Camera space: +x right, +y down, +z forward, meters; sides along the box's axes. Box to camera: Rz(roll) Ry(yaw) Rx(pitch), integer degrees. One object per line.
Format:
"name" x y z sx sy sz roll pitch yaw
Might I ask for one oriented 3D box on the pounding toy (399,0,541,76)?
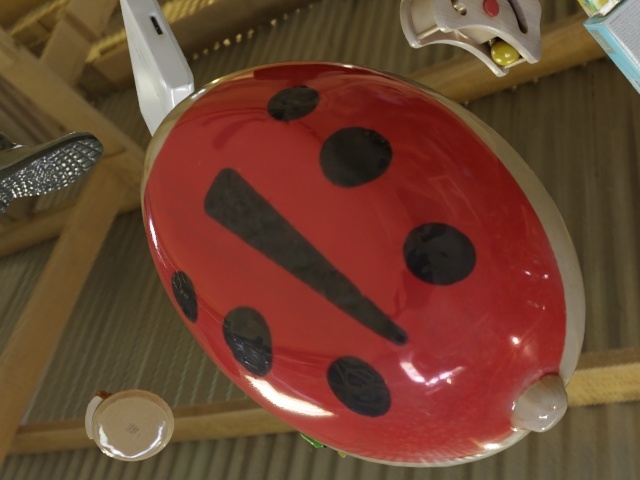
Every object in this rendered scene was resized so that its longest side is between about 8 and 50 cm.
"pounding toy" 0.220 -0.336 1.017 0.155 0.269 0.154 -11 -126 57

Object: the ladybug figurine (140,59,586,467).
"ladybug figurine" 0.000 0.000 0.595 0.449 0.162 0.305 33 -81 35

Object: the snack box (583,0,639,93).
"snack box" 0.424 -0.237 0.648 0.322 0.187 0.060 -42 -170 11

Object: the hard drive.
"hard drive" -0.262 -0.243 1.224 0.047 0.353 0.233 -22 -109 -16

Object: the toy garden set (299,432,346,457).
"toy garden set" 0.086 0.311 1.383 0.244 0.049 0.204 -41 -175 -14

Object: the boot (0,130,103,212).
"boot" -0.451 -0.133 1.043 0.246 0.083 0.161 -28 -113 -9

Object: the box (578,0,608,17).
"box" 0.533 -0.438 1.391 0.043 0.179 0.105 -36 -152 19

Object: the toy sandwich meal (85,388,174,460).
"toy sandwich meal" -0.184 0.176 0.710 0.085 0.085 0.029 -43 -160 3
